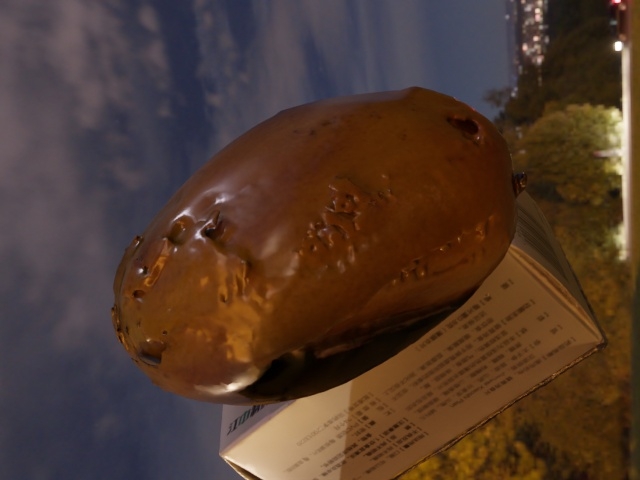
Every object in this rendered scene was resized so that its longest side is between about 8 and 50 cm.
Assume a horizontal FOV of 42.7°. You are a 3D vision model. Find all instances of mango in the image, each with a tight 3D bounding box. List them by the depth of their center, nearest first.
[{"bbox_3d":[0.000,0.000,0.468,0.151,0.249,0.156,60,164,3],"label":"mango"}]

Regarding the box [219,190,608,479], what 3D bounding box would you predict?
[{"bbox_3d":[0.063,0.089,0.741,0.145,0.333,0.173,39,-156,-24],"label":"box"}]
